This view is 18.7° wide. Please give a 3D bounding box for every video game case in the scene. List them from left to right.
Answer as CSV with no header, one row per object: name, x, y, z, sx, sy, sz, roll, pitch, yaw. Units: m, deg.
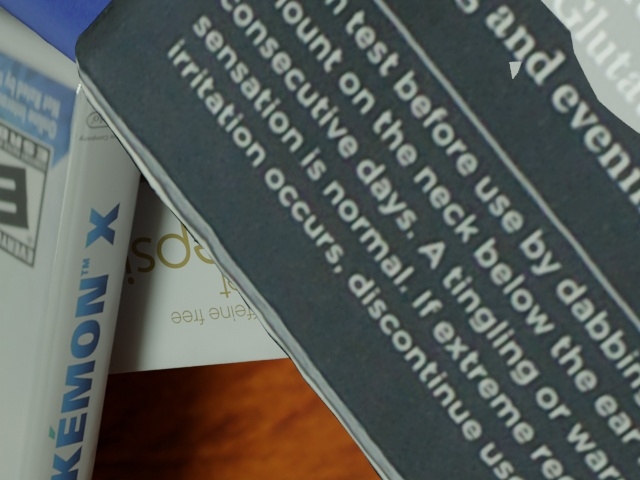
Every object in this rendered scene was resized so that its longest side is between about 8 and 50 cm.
video game case,-0.199,0.022,0.753,0.329,0.036,0.300,28,116,38

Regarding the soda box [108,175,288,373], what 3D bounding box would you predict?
soda box,0.000,0.000,0.671,0.216,0.074,0.069,-8,99,30

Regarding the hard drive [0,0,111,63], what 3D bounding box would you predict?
hard drive,-0.080,-0.184,0.605,0.318,0.040,0.210,37,116,43

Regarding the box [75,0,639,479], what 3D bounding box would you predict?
box,0.196,-0.104,0.411,0.395,0.293,0.212,-42,82,30
